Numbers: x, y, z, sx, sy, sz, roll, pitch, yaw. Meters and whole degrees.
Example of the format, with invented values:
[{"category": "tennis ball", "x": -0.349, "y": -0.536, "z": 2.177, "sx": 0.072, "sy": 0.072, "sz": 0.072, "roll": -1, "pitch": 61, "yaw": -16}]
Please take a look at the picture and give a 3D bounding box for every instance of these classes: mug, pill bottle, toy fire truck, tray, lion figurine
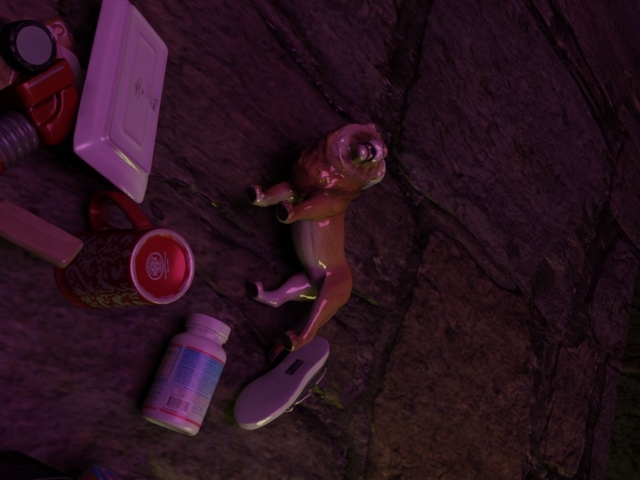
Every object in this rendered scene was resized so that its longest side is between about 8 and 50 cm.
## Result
[{"category": "mug", "x": -0.255, "y": 0.020, "z": 0.849, "sx": 0.113, "sy": 0.169, "sz": 0.150, "roll": -44, "pitch": 118, "yaw": -38}, {"category": "pill bottle", "x": -0.189, "y": 0.190, "z": 0.966, "sx": 0.087, "sy": 0.087, "sz": 0.160, "roll": 39, "pitch": 61, "yaw": -38}, {"category": "toy fire truck", "x": -0.359, "y": -0.105, "z": 0.780, "sx": 0.217, "sy": 0.159, "sz": 0.246, "roll": -48, "pitch": 132, "yaw": -37}, {"category": "tray", "x": -0.251, "y": -0.198, "z": 0.892, "sx": 0.145, "sy": 0.030, "sz": 0.270, "roll": 52, "pitch": 35, "yaw": -59}, {"category": "lion figurine", "x": 0.000, "y": 0.000, "z": 1.129, "sx": 0.240, "sy": 0.142, "sz": 0.392, "roll": -18, "pitch": 122, "yaw": -45}]

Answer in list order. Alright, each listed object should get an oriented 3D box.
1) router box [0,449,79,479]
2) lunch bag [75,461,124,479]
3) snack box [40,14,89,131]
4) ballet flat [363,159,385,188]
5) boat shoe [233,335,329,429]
[{"category": "router box", "x": -0.327, "y": 0.395, "z": 0.694, "sx": 0.081, "sy": 0.243, "sz": 0.308, "roll": 10, "pitch": 81, "yaw": -42}, {"category": "lunch bag", "x": -0.214, "y": 0.413, "z": 0.829, "sx": 0.108, "sy": 0.224, "sz": 0.279, "roll": -42, "pitch": 122, "yaw": -20}, {"category": "snack box", "x": -0.327, "y": -0.203, "z": 0.895, "sx": 0.064, "sy": 0.022, "sz": 0.178, "roll": -45, "pitch": 119, "yaw": -37}, {"category": "ballet flat", "x": 0.071, "y": -0.135, "z": 1.265, "sx": 0.222, "sy": 0.079, "sz": 0.076, "roll": -10, "pitch": 92, "yaw": -46}, {"category": "boat shoe", "x": -0.055, "y": 0.247, "z": 1.108, "sx": 0.219, "sy": 0.078, "sz": 0.070, "roll": -37, "pitch": 135, "yaw": -40}]
